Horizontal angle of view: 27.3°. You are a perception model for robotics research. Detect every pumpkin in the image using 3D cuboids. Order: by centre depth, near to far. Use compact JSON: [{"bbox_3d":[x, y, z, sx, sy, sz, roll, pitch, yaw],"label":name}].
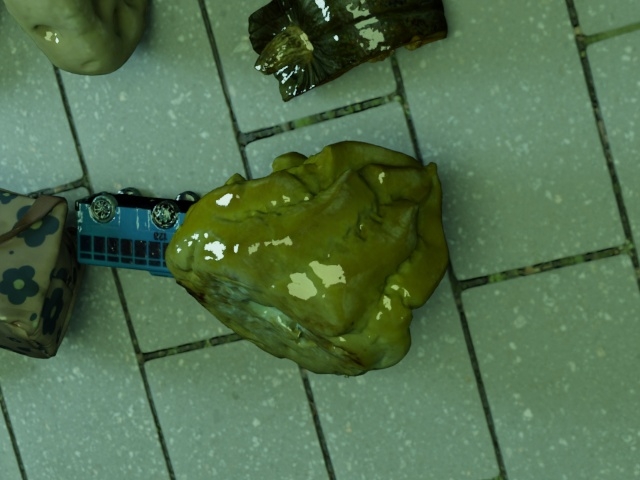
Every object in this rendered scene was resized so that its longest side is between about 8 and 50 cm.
[{"bbox_3d":[0.016,-0.258,1.567,0.248,0.126,0.131,-22,90,19],"label":"pumpkin"}]

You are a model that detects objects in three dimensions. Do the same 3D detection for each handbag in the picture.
[{"bbox_3d":[-0.430,0.025,1.702,0.251,0.190,0.193,17,74,12],"label":"handbag"}]

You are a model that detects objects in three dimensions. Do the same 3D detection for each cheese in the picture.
[{"bbox_3d":[-0.306,-0.315,1.603,0.117,0.218,0.235,-11,89,22],"label":"cheese"}]

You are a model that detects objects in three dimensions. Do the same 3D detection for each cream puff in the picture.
[{"bbox_3d":[-0.001,0.000,1.552,0.291,0.324,0.257,36,71,-8],"label":"cream puff"}]

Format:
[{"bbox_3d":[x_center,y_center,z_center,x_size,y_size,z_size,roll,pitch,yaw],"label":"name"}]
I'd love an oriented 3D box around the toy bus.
[{"bbox_3d":[-0.214,-0.009,1.693,0.184,0.090,0.106,6,101,17],"label":"toy bus"}]
